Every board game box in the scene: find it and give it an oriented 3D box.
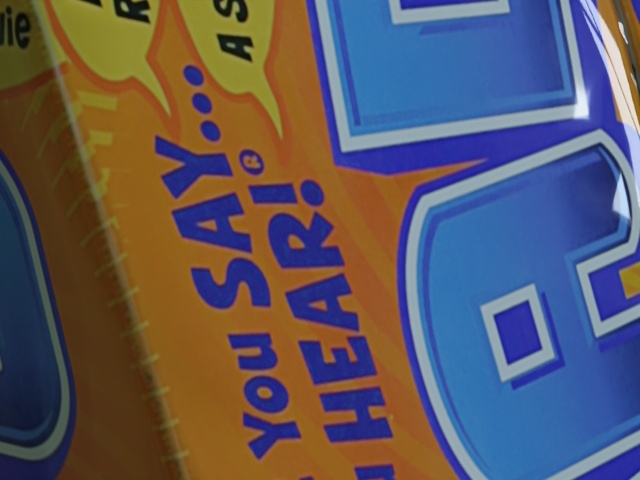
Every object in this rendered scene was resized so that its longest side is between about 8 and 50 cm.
[{"bbox_3d":[-0.001,0.027,0.679,0.356,0.356,0.356,-22,98,-36],"label":"board game box"}]
